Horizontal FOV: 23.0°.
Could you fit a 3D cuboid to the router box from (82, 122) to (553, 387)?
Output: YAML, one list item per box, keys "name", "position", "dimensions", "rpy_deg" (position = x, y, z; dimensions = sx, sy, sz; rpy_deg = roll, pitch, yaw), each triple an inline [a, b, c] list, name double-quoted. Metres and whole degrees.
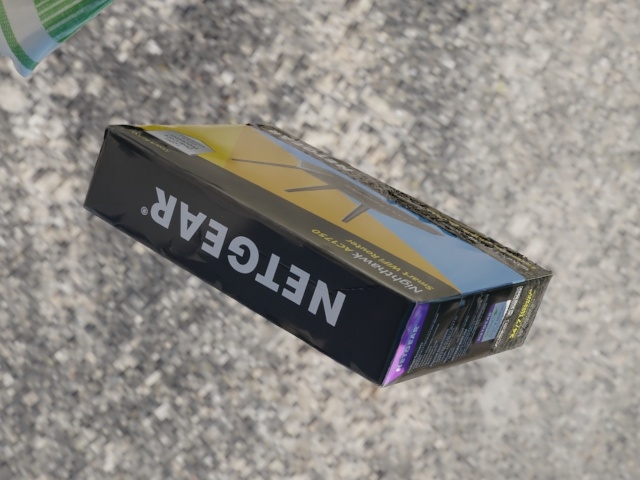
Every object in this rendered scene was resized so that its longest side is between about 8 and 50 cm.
- name: "router box"
  position: [0.000, 0.000, 0.728]
  dimensions: [0.133, 0.179, 0.046]
  rpy_deg: [-8, 123, -57]

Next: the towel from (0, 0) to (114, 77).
- name: "towel"
  position: [-0.146, -0.300, 1.234]
  dimensions: [0.325, 0.248, 0.038]
  rpy_deg: [-35, 141, 14]
